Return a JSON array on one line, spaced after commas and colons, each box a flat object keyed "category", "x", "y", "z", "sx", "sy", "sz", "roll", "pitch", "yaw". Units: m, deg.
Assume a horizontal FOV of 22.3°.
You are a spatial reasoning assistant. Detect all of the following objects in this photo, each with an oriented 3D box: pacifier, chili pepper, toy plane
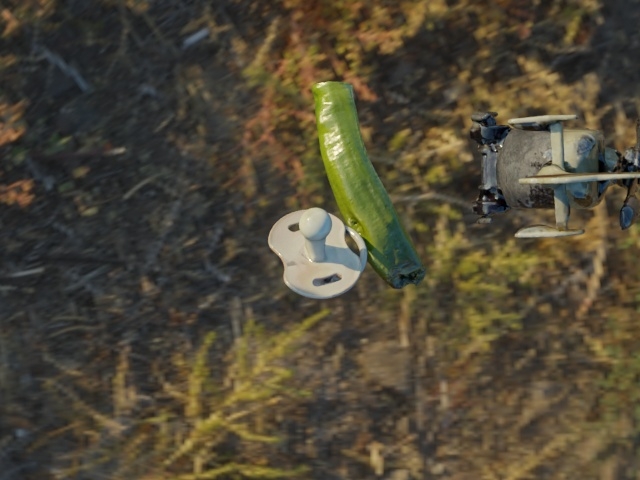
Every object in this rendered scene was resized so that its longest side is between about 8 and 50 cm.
[{"category": "pacifier", "x": 0.000, "y": 0.000, "z": 1.403, "sx": 0.081, "sy": 0.078, "sz": 0.099, "roll": -17, "pitch": 52, "yaw": -12}, {"category": "chili pepper", "x": 0.037, "y": -0.049, "z": 1.456, "sx": 0.052, "sy": 0.050, "sz": 0.201, "roll": -22, "pitch": 86, "yaw": 6}, {"category": "toy plane", "x": 0.063, "y": -0.019, "z": 0.426, "sx": 0.049, "sy": 0.121, "sz": 0.031, "roll": -1, "pitch": 96, "yaw": 12}]
